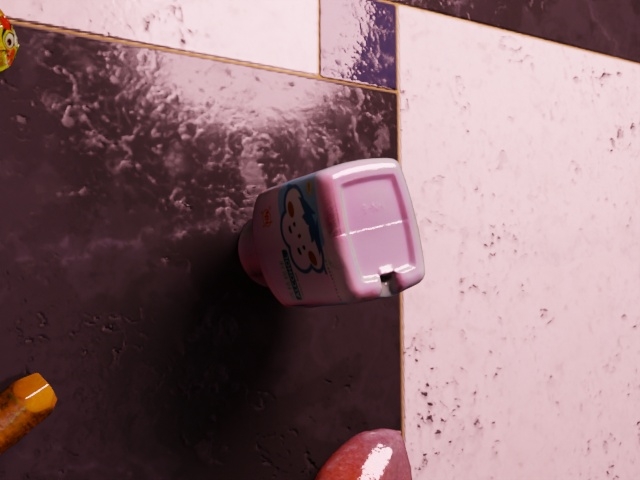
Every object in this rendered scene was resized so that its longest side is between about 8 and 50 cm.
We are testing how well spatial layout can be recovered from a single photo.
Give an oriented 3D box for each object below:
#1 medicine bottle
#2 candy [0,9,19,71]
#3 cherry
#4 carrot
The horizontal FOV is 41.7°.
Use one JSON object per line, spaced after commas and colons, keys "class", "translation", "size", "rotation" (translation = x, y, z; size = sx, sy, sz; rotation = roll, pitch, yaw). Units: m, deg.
{"class": "medicine bottle", "translation": [0.000, 0.000, 0.768], "size": [0.094, 0.188, 0.119], "rotation": [-14, 91, -31]}
{"class": "candy", "translation": [-0.347, -0.169, 0.670], "size": [0.201, 0.060, 0.060], "rotation": [2, 83, -24]}
{"class": "cherry", "translation": [0.044, 0.253, 0.824], "size": [0.106, 0.087, 0.126], "rotation": [50, 44, -9]}
{"class": "carrot", "translation": [-0.286, 0.172, 0.666], "size": [0.171, 0.042, 0.042], "rotation": [-41, 105, -25]}
